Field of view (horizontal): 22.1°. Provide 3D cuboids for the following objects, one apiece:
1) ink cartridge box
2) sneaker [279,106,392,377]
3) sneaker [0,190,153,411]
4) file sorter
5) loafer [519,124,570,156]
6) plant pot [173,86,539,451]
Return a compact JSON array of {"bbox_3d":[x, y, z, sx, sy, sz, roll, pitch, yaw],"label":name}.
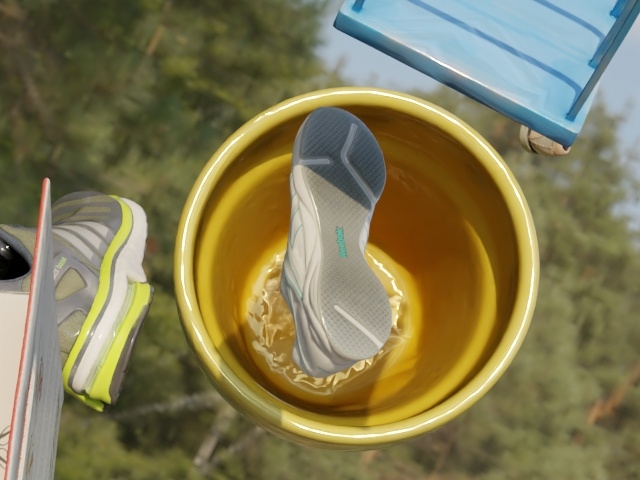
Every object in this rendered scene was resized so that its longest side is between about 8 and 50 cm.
[{"bbox_3d":[-0.184,0.141,0.896,0.060,0.275,0.239,3,-36,-3],"label":"ink cartridge box"},{"bbox_3d":[0.000,0.000,0.854,0.054,0.152,0.061,14,-31,-24],"label":"sneaker"},{"bbox_3d":[-0.199,0.020,1.217,0.121,0.111,0.300,24,10,-17],"label":"sneaker"},{"bbox_3d":[0.103,-0.153,0.737,0.118,0.170,0.104,28,-41,1],"label":"file sorter"},{"bbox_3d":[0.187,-0.118,1.196,0.045,0.125,0.039,24,-3,-42],"label":"loafer"},{"bbox_3d":[0.017,0.040,1.230,0.254,0.254,0.239,26,-14,2],"label":"plant pot"}]
